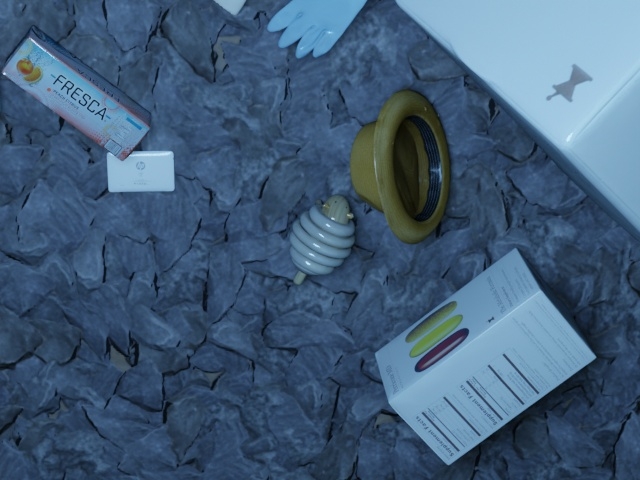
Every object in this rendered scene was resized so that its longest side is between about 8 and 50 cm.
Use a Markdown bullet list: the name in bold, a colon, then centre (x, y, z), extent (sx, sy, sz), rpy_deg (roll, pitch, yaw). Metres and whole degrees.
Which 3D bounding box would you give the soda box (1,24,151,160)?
- **soda box**: centre (-0.292, -0.177, 1.660), extent (0.183, 0.063, 0.058), rpy_deg (38, 104, -19)

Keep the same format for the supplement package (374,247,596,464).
- **supplement package**: centre (0.212, 0.152, 1.809), extent (0.244, 0.139, 0.134), rpy_deg (-38, 113, 10)

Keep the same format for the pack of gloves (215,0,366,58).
- **pack of gloves**: centre (-0.021, -0.336, 1.598), extent (0.195, 0.046, 0.232), rpy_deg (40, 126, -4)

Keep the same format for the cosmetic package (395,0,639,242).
- **cosmetic package**: centre (0.365, -0.207, 1.485), extent (0.327, 0.329, 0.394), rpy_deg (-46, 136, 8)

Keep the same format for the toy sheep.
- **toy sheep**: centre (0.000, 0.000, 1.751), extent (0.091, 0.091, 0.132), rpy_deg (19, 110, -13)

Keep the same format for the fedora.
- **fedora**: centre (0.091, -0.090, 1.708), extent (0.079, 0.194, 0.194), rpy_deg (1, 119, 35)

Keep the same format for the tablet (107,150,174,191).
- **tablet**: centre (-0.227, -0.087, 1.736), extent (0.083, 0.006, 0.054), rpy_deg (-1, 113, -6)
